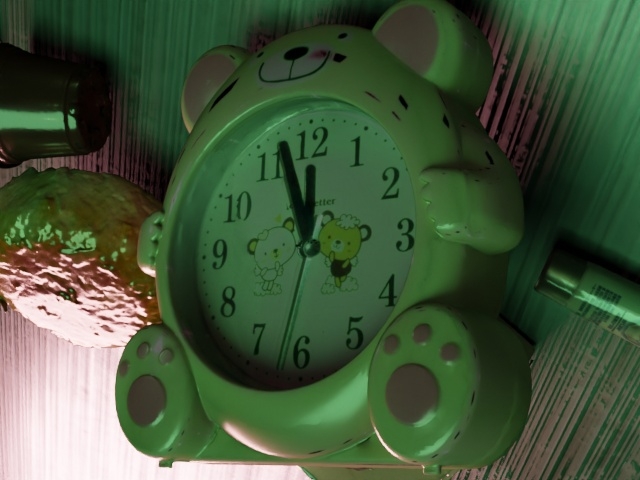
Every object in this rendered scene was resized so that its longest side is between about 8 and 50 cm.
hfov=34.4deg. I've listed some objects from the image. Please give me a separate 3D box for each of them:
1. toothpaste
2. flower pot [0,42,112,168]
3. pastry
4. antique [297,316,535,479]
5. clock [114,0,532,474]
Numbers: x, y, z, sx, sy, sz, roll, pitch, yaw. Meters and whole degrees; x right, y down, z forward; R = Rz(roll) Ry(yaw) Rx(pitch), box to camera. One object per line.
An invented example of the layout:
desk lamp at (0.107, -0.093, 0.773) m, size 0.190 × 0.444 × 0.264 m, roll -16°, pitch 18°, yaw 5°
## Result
toothpaste at (0.268, 0.074, 0.741) m, size 0.239 × 0.039 × 0.062 m, roll 27°, pitch 136°, yaw 11°
flower pot at (-0.233, -0.115, 0.890) m, size 0.089 × 0.111 × 0.111 m, roll 4°, pitch 124°, yaw 15°
pastry at (-0.213, 0.020, 0.936) m, size 0.182 × 0.093 × 0.192 m, roll 14°, pitch 142°, yaw -2°
antique at (0.059, 0.119, 0.833) m, size 0.148 × 0.146 × 0.152 m, roll 41°, pitch 133°, yaw 2°
clock at (0.000, 0.000, 0.702) m, size 0.284 × 0.114 × 0.309 m, roll -8°, pitch 73°, yaw 34°
